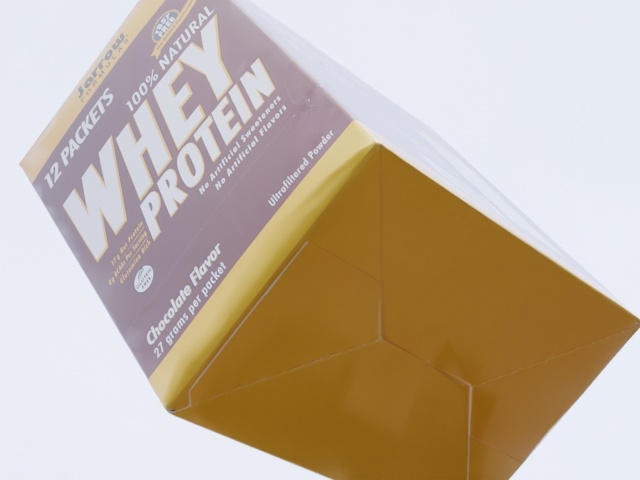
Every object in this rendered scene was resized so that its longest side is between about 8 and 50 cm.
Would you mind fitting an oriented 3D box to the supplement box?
[{"bbox_3d":[0.000,0.000,0.626,0.191,0.194,0.129,30,-77,-41],"label":"supplement box"}]
